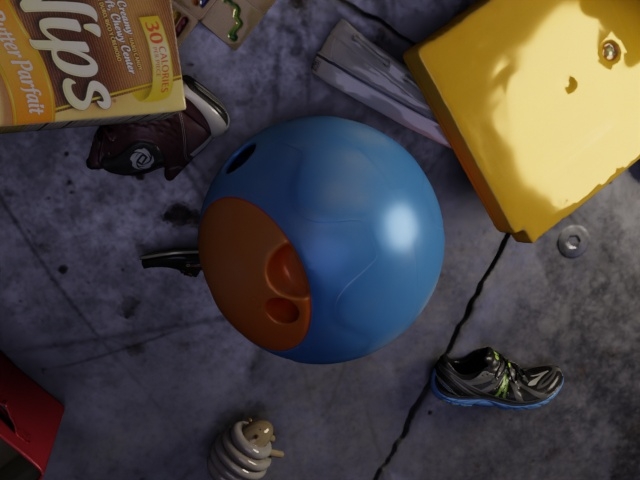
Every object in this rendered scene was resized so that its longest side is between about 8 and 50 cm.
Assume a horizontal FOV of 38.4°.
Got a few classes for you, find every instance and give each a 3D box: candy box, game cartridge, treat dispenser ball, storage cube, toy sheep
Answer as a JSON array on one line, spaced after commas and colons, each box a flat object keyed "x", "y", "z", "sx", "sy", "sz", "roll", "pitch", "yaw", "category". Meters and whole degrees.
[{"x": -0.309, "y": -0.204, "z": 0.938, "sx": 0.316, "sy": 0.087, "sz": 0.183, "roll": -9, "pitch": 94, "yaw": -26, "category": "candy box"}, {"x": 0.292, "y": -0.193, "z": 1.144, "sx": 0.323, "sy": 0.052, "sz": 0.285, "roll": -35, "pitch": 107, "yaw": -15, "category": "game cartridge"}, {"x": 0.000, "y": 0.000, "z": 1.076, "sx": 0.288, "sy": 0.288, "sz": 0.288, "roll": -2, "pitch": 104, "yaw": -7, "category": "treat dispenser ball"}, {"x": -0.452, "y": 0.244, "z": 1.128, "sx": 0.215, "sy": 0.193, "sz": 0.184, "roll": -42, "pitch": 106, "yaw": 3, "category": "storage cube"}, {"x": -0.108, "y": 0.294, "z": 1.244, "sx": 0.091, "sy": 0.091, "sz": 0.132, "roll": 32, "pitch": 103, "yaw": -14, "category": "toy sheep"}]

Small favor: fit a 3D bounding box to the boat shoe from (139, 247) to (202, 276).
[{"x": -0.165, "y": 0.028, "z": 1.185, "sx": 0.132, "sy": 0.049, "sz": 0.042, "roll": -4, "pitch": 97, "yaw": -11, "category": "boat shoe"}]

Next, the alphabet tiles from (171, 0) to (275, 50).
[{"x": -0.141, "y": -0.408, "z": 1.098, "sx": 0.285, "sy": 0.011, "sz": 0.343, "roll": 38, "pitch": 97, "yaw": -14, "category": "alphabet tiles"}]

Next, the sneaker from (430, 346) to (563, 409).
[{"x": 0.247, "y": 0.187, "z": 1.272, "sx": 0.188, "sy": 0.067, "sz": 0.078, "roll": 2, "pitch": 110, "yaw": -5, "category": "sneaker"}]

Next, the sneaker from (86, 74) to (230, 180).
[{"x": -0.259, "y": -0.171, "z": 1.096, "sx": 0.281, "sy": 0.106, "sz": 0.162, "roll": 37, "pitch": 100, "yaw": -15, "category": "sneaker"}]

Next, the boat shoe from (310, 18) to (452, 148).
[{"x": 0.122, "y": -0.188, "z": 1.151, "sx": 0.267, "sy": 0.096, "sz": 0.088, "roll": 27, "pitch": 104, "yaw": -5, "category": "boat shoe"}]
